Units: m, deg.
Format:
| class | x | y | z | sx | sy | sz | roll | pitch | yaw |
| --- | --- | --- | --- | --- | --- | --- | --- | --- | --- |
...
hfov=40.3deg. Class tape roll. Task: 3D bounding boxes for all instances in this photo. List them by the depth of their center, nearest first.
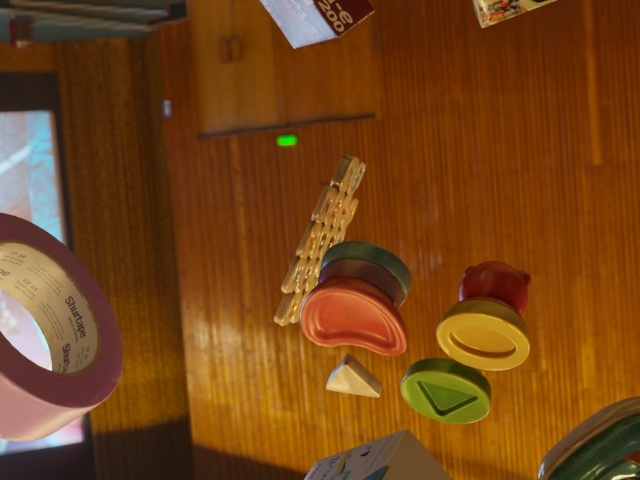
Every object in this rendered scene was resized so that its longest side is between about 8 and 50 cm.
| class | x | y | z | sx | sy | sz | roll | pitch | yaw |
| --- | --- | --- | --- | --- | --- | --- | --- | --- | --- |
| tape roll | -0.371 | 0.102 | 1.069 | 0.090 | 0.274 | 0.275 | -33 | 174 | 18 |

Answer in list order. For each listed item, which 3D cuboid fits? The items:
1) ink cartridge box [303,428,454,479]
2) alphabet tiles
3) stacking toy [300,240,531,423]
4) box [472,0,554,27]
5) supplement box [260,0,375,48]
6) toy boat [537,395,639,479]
| class | x | y | z | sx | sy | sz | roll | pitch | yaw |
| --- | --- | --- | --- | --- | --- | --- | --- | --- | --- |
| ink cartridge box | 0.088 | 0.501 | 1.563 | 0.270 | 0.197 | 0.198 | -33 | -170 | 44 |
| alphabet tiles | 0.000 | 0.000 | 1.381 | 0.021 | 0.284 | 0.278 | 24 | -176 | 11 |
| stacking toy | 0.138 | 0.120 | 1.245 | 0.309 | 0.279 | 0.130 | 13 | -130 | 11 |
| box | 0.274 | -0.340 | 1.029 | 0.207 | 0.036 | 0.114 | -20 | 139 | 10 |
| supplement box | -0.019 | -0.367 | 1.314 | 0.073 | 0.130 | 0.239 | -40 | -163 | -9 |
| toy boat | 0.496 | 0.376 | 1.301 | 0.267 | 0.318 | 0.148 | -40 | -155 | 11 |
